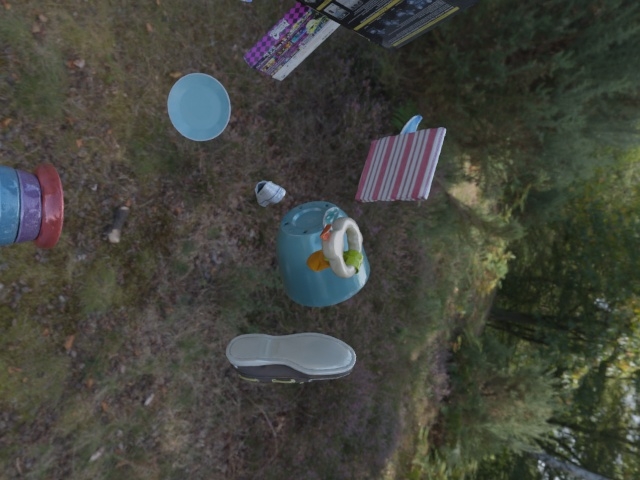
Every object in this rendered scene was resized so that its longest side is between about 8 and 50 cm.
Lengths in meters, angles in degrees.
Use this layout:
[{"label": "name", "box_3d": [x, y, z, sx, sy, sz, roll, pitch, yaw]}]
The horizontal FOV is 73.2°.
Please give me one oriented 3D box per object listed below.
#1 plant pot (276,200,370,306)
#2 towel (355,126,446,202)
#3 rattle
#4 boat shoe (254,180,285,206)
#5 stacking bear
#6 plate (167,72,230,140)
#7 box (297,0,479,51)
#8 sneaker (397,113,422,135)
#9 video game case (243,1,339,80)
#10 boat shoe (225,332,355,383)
[{"label": "plant pot", "box_3d": [-0.008, 0.020, 1.349, 0.293, 0.293, 0.235, -56, 141, -43]}, {"label": "towel", "box_3d": [0.155, -0.144, 0.854, 0.029, 0.197, 0.144, 23, 79, -35]}, {"label": "rattle", "box_3d": [0.000, 0.000, 0.866, 0.200, 0.143, 0.130, 23, 86, -58]}, {"label": "boat shoe", "box_3d": [-0.180, -0.169, 1.447, 0.076, 0.226, 0.083, 41, 75, -18]}, {"label": "stacking bear", "box_3d": [-0.638, -0.065, 0.764, 0.289, 0.164, 0.175, -1, 96, -44]}, {"label": "plate", "box_3d": [-0.348, -0.384, 1.246, 0.024, 0.188, 0.188, -64, 159, -75]}, {"label": "box", "box_3d": [0.137, -0.519, 0.801, 0.318, 0.395, 0.097, 16, 85, -26]}, {"label": "sneaker", "box_3d": [0.257, -0.290, 1.261, 0.063, 0.073, 0.162, -65, 180, -67]}, {"label": "video game case", "box_3d": [-0.067, -0.522, 1.120, 0.042, 0.232, 0.210, 53, 20, 0]}, {"label": "boat shoe", "box_3d": [-0.072, 0.304, 1.080, 0.116, 0.324, 0.096, -78, 165, -51]}]
